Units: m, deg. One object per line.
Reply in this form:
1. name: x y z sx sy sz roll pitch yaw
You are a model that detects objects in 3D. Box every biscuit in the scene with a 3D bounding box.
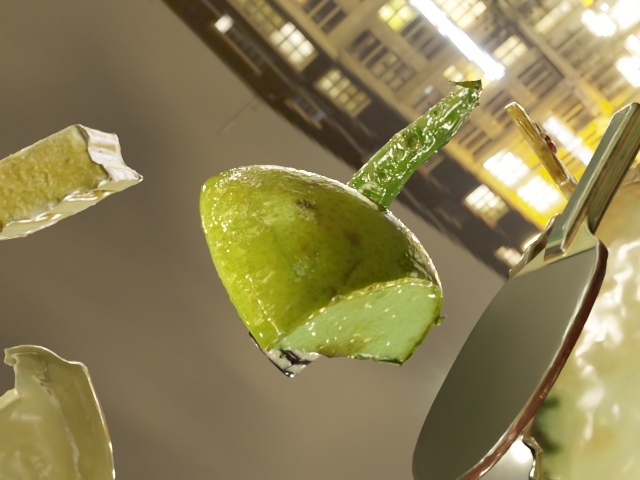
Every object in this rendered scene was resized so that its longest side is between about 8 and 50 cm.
1. biscuit: 0.357 -0.128 1.799 0.240 0.035 0.158 48 -167 -37

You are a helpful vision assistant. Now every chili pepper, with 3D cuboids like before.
1. chili pepper: 0.102 -0.102 1.557 0.085 0.359 0.076 16 -138 -30

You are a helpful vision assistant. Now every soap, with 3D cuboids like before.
1. soap: -0.367 -0.078 1.594 0.315 0.199 0.091 -95 -20 -86

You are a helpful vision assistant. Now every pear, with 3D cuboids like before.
1. pear: 0.001 -0.003 1.171 0.239 0.139 0.288 49 -163 28

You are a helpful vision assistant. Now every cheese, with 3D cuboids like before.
1. cheese: -0.287 0.195 0.876 0.266 0.233 0.127 -6 -173 -32

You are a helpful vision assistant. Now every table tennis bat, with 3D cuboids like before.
1. table tennis bat: 0.131 0.032 0.687 0.021 0.274 0.154 34 162 -7

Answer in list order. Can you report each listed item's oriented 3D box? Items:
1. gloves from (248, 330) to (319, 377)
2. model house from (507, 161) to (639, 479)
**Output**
1. gloves: 0.002 0.067 1.522 0.131 0.219 0.140 45 178 5
2. model house: 0.415 0.174 0.927 0.400 0.395 0.445 34 -149 -33
